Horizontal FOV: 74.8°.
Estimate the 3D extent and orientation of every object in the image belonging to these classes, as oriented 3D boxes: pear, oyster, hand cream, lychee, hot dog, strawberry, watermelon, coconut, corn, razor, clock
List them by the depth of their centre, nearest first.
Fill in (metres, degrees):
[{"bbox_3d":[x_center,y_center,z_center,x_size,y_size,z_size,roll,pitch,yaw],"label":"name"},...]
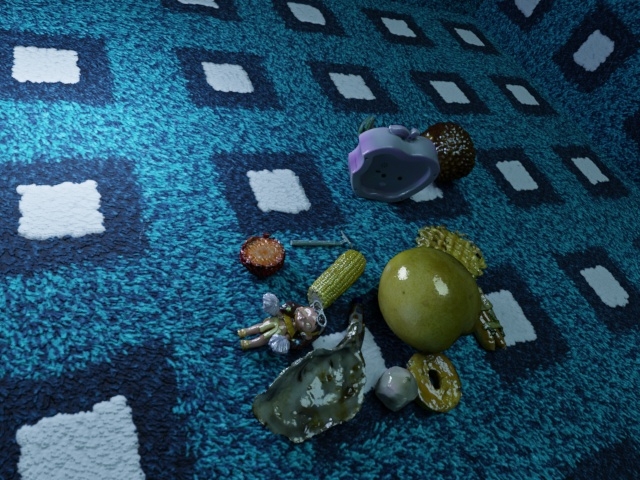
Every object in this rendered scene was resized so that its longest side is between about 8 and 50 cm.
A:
[{"bbox_3d":[0.012,0.380,1.097,0.396,0.111,0.204,-27,85,-35],"label":"oyster"},{"bbox_3d":[0.213,0.401,1.139,0.110,0.124,0.110,12,48,-14],"label":"coconut"},{"bbox_3d":[0.326,0.172,1.257,0.315,0.314,0.314,12,51,-15],"label":"pear"},{"bbox_3d":[-0.176,0.050,1.265,0.145,0.086,0.145,13,49,-16],"label":"strawberry"},{"bbox_3d":[0.107,0.249,1.271,0.062,0.039,0.163,27,48,-23],"label":"hand cream"},{"bbox_3d":[0.057,0.118,1.312,0.093,0.093,0.244,40,50,9],"label":"corn"},{"bbox_3d":[-0.002,0.006,1.418,0.212,0.035,0.084,-5,33,-20],"label":"razor"},{"bbox_3d":[0.553,0.258,1.437,0.110,0.072,0.269,-8,57,-26],"label":"hot dog"},{"bbox_3d":[0.268,-0.278,1.562,0.339,0.338,0.102,8,57,-18],"label":"clock"},{"bbox_3d":[0.543,-0.374,1.817,0.268,0.267,0.267,12,51,-15],"label":"lychee"},{"bbox_3d":[0.211,-0.497,1.873,0.080,0.101,0.155,39,58,-7],"label":"watermelon"}]

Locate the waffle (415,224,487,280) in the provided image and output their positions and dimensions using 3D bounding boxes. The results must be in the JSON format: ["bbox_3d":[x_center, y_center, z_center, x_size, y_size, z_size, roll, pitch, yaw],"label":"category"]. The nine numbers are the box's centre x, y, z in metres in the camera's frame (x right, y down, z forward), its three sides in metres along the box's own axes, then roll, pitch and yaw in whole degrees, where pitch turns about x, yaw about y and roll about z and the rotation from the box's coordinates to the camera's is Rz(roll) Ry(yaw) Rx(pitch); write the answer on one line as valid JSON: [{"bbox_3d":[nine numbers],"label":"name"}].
[{"bbox_3d":[0.497,0.040,1.587,0.281,0.060,0.262,-6,58,-28],"label":"waffle"}]

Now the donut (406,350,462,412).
[{"bbox_3d":[0.323,0.414,1.220,0.162,0.065,0.178,8,53,-12],"label":"donut"}]

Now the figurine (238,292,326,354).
[{"bbox_3d":[-0.099,0.236,1.137,0.240,0.115,0.174,-7,55,-21],"label":"figurine"}]
